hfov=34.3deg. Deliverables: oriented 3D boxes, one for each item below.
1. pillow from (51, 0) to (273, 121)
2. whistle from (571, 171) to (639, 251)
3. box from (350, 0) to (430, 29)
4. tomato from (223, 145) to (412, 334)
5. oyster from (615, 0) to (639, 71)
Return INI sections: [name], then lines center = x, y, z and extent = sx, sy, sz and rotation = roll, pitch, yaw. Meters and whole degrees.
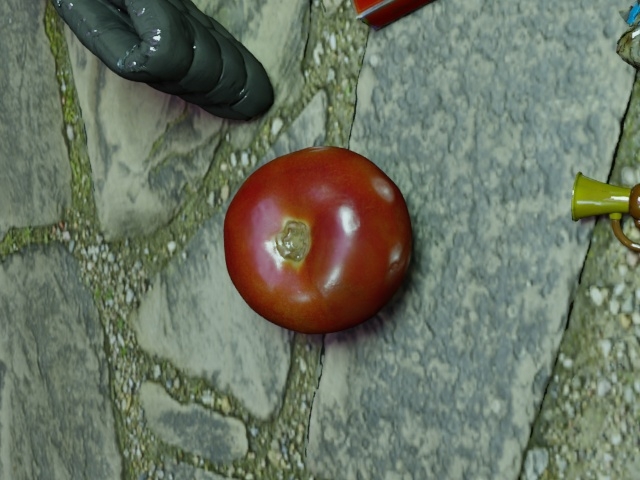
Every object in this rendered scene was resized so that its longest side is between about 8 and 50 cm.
[pillow]
center = -0.211, -0.259, 1.110
extent = 0.101, 0.228, 0.326
rotation = -49, 65, 14
[whistle]
center = 0.276, -0.024, 0.917
extent = 0.109, 0.046, 0.057
rotation = 12, 80, 25
[box]
center = 0.067, -0.317, 1.047
extent = 0.112, 0.048, 0.175
rotation = -22, 77, 27
[tomato]
center = 0.000, 0.000, 1.028
extent = 0.195, 0.136, 0.195
rotation = -1, 89, 28
[oyster]
center = 0.360, -0.225, 0.847
extent = 0.259, 0.092, 0.198
rotation = -31, 77, 24
